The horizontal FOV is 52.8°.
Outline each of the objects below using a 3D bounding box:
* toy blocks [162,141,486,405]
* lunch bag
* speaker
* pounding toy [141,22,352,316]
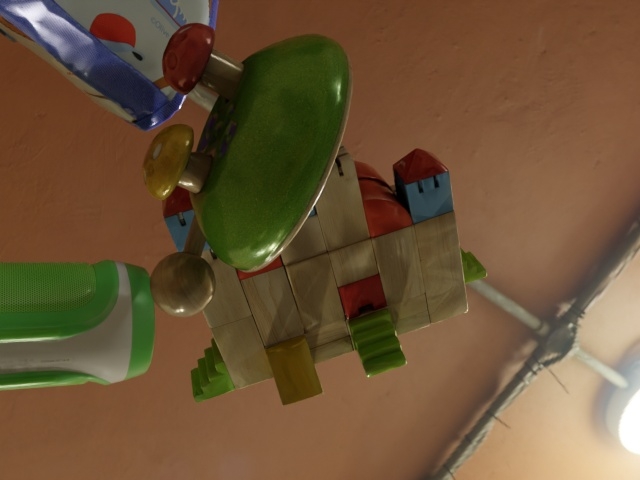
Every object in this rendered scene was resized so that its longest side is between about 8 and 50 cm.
[{"bbox_3d":[0.000,0.000,0.718,0.381,0.191,0.261,-18,-57,-4],"label":"toy blocks"},{"bbox_3d":[-0.257,-0.324,0.582,0.239,0.385,0.328,-23,-32,18],"label":"lunch bag"},{"bbox_3d":[-0.311,0.079,0.589,0.296,0.131,0.131,1,-68,-27],"label":"speaker"},{"bbox_3d":[-0.085,-0.066,0.481,0.110,0.183,0.237,22,-42,-24],"label":"pounding toy"}]
